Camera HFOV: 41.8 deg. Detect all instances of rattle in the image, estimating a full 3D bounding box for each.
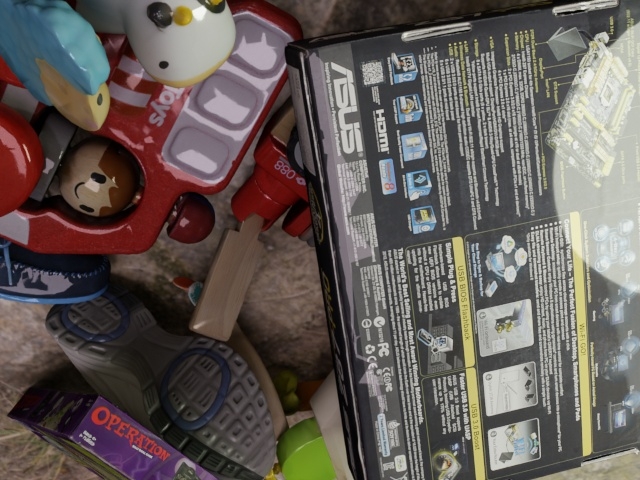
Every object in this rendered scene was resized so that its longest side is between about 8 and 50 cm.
[{"bbox_3d":[-0.054,0.106,0.906,0.142,0.130,0.200,-23,86,-1],"label":"rattle"}]

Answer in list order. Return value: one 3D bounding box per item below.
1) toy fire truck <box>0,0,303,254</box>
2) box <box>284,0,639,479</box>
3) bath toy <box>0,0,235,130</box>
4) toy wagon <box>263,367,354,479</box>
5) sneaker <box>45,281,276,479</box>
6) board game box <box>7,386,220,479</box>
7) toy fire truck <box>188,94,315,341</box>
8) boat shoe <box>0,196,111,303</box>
[{"bbox_3d":[-0.184,-0.108,0.736,0.253,0.169,0.302,26,112,-13],"label":"toy fire truck"},{"bbox_3d":[0.156,0.009,0.699,0.318,0.097,0.395,-12,107,-7],"label":"box"},{"bbox_3d":[-0.071,-0.227,0.599,0.348,0.129,0.151,-47,107,-24],"label":"bath toy"},{"bbox_3d":[0.090,0.174,0.870,0.344,0.068,0.267,-20,133,-5],"label":"toy wagon"},{"bbox_3d":[-0.155,0.153,0.863,0.297,0.111,0.129,33,147,30],"label":"sneaker"},{"bbox_3d":[-0.197,0.227,0.855,0.208,0.056,0.347,45,155,-16],"label":"board game box"},{"bbox_3d":[0.000,0.000,0.814,0.217,0.158,0.246,36,124,-16],"label":"toy fire truck"},{"bbox_3d":[-0.337,-0.004,0.835,0.258,0.109,0.089,13,113,-7],"label":"boat shoe"}]
